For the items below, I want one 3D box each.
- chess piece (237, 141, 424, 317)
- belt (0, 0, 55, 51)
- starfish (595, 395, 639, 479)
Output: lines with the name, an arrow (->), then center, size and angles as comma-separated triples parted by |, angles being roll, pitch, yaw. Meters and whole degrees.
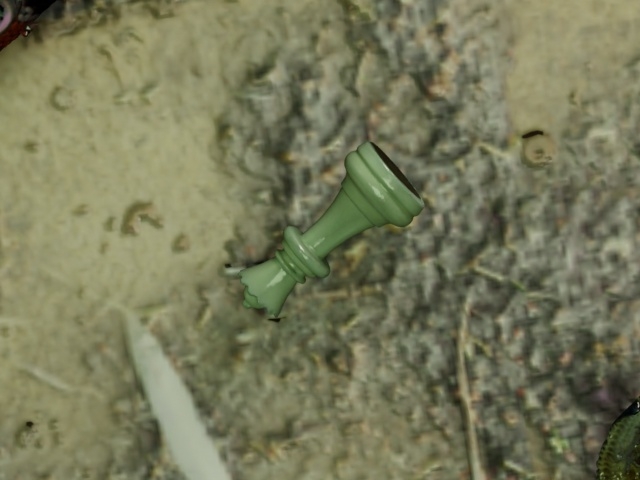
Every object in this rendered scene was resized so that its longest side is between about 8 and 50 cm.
chess piece -> 0.000, 0.000, 0.569 | 0.093, 0.042, 0.042 | -41, 95, 9
belt -> -0.238, -0.221, 0.501 | 0.094, 0.126, 0.359 | -40, 104, -6
starfish -> 0.162, 0.154, 0.579 | 0.208, 0.053, 0.176 | -43, 96, 7
